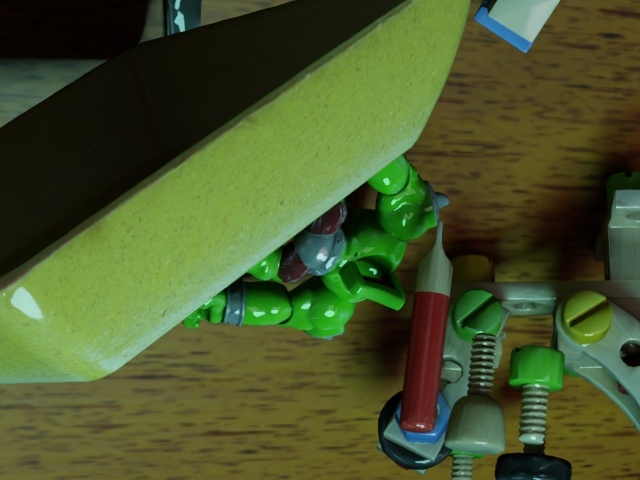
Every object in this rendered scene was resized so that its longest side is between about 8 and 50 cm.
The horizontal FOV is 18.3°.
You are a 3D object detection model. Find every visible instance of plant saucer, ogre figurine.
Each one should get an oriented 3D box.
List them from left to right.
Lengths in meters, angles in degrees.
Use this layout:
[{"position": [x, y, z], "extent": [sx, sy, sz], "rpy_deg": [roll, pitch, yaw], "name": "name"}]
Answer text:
[{"position": [-0.109, -0.019, 1.040], "extent": [0.333, 0.332, 0.081], "rpy_deg": [-37, 108, -34], "name": "plant saucer"}, {"position": [0.000, 0.000, 1.341], "extent": [0.118, 0.097, 0.197], "rpy_deg": [27, 97, -28], "name": "ogre figurine"}]

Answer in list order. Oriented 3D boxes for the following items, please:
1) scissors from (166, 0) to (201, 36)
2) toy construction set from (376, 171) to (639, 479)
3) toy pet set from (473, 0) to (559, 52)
[{"position": [-0.091, -0.174, 1.210], "extent": [0.109, 0.021, 0.297], "rpy_deg": [1, 125, -31], "name": "scissors"}, {"position": [0.155, 0.049, 1.412], "extent": [0.309, 0.257, 0.237], "rpy_deg": [31, 62, -58], "name": "toy construction set"}, {"position": [0.109, -0.185, 1.299], "extent": [0.114, 0.065, 0.122], "rpy_deg": [32, 105, -5], "name": "toy pet set"}]
